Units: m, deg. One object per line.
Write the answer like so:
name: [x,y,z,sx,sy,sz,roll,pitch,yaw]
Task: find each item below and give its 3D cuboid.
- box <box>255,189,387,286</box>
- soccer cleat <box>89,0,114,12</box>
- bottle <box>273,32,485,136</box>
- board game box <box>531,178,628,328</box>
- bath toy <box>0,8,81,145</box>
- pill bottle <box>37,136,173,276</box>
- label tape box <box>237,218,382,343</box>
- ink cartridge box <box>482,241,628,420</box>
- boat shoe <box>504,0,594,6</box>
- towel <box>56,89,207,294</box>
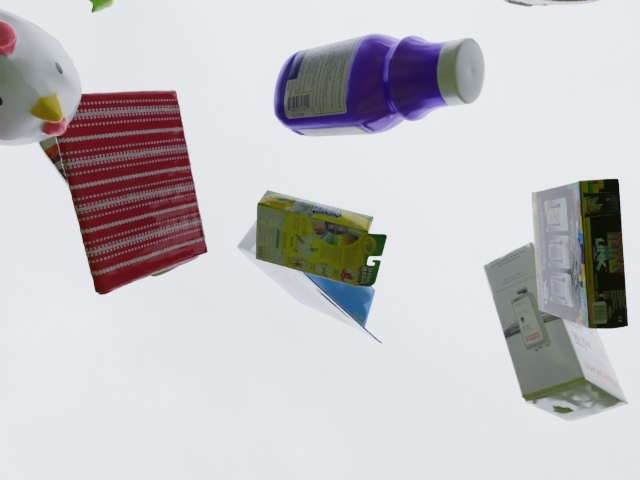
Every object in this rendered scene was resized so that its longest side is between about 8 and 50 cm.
box: [0.000,0.000,0.656,0.179,0.043,0.105,16,-49,9]
soccer cleat: [-0.463,-0.499,0.861,0.072,0.179,0.060,-23,-128,17]
bottle: [0.059,-0.194,0.586,0.282,0.092,0.118,9,-94,45]
board game box: [0.323,0.015,0.597,0.048,0.141,0.171,-4,-89,4]
bath toy: [-0.291,-0.027,0.281,0.151,0.348,0.129,50,-26,-21]
pill bottle: [-0.360,-0.096,0.892,0.181,0.182,0.323,-19,-68,23]
label tape box: [-0.009,0.069,1.000,0.240,0.333,0.106,44,-106,-28]
ink cartridge box: [0.449,0.176,0.910,0.207,0.283,0.117,29,-48,-34]
boat shoe: [0.306,-0.383,0.664,0.277,0.096,0.098,49,-61,44]
towel: [-0.270,-0.076,0.693,0.031,0.198,0.275,4,-71,36]
